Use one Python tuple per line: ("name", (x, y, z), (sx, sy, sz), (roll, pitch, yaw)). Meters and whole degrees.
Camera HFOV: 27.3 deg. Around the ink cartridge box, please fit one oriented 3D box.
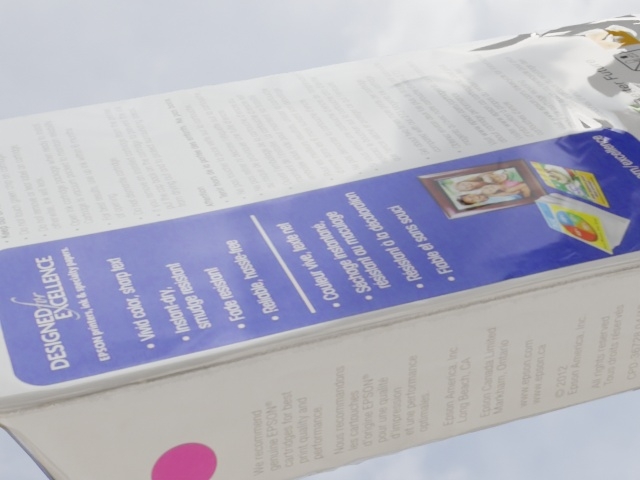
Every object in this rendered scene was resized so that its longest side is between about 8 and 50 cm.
("ink cartridge box", (0.000, 0.000, 0.471), (0.370, 0.176, 0.069), (-10, -56, -18))
